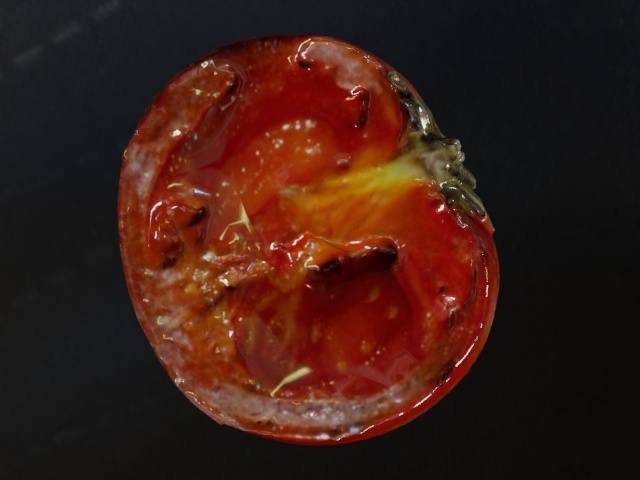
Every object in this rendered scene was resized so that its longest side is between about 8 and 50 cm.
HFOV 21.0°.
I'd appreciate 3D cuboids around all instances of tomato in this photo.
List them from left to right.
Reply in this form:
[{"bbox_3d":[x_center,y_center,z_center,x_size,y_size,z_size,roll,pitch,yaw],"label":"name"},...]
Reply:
[{"bbox_3d":[0.000,0.000,0.671,0.139,0.091,0.159,-31,80,11],"label":"tomato"}]
